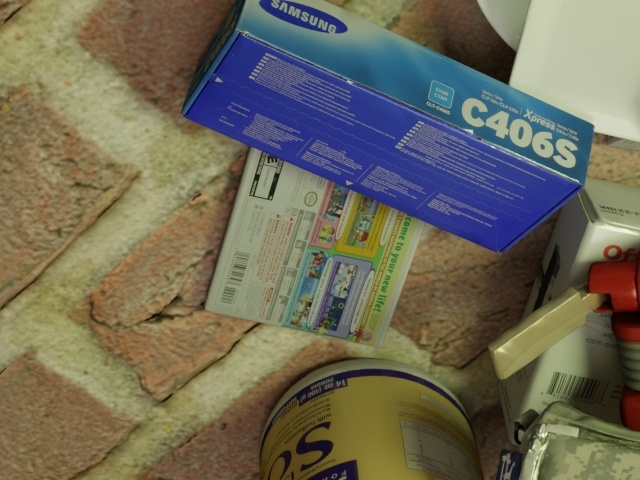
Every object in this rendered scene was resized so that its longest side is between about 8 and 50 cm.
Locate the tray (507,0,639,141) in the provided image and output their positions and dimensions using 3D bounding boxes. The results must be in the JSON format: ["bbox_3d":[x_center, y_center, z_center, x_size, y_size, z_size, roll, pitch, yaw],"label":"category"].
[{"bbox_3d":[0.249,-0.186,1.357,0.145,0.030,0.270,12,148,3],"label":"tray"}]

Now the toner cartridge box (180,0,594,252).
[{"bbox_3d":[0.061,-0.111,1.457,0.348,0.075,0.165,23,149,-13],"label":"toner cartridge box"}]

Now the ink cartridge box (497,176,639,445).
[{"bbox_3d":[0.318,0.087,1.613,0.197,0.114,0.272,11,119,-9],"label":"ink cartridge box"}]

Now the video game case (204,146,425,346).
[{"bbox_3d":[0.000,0.000,1.597,0.193,0.023,0.212,13,117,-10],"label":"video game case"}]

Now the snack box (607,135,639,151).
[{"bbox_3d":[0.334,-0.106,1.480,0.064,0.178,0.022,9,82,-12],"label":"snack box"}]

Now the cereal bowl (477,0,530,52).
[{"bbox_3d":[0.305,-0.271,1.361,0.339,0.141,0.339,11,147,7],"label":"cereal bowl"}]

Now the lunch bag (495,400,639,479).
[{"bbox_3d":[0.317,0.289,1.421,0.305,0.212,0.256,10,113,23],"label":"lunch bag"}]

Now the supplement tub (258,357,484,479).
[{"bbox_3d":[0.059,0.301,1.594,0.241,0.331,0.241,-2,119,-3],"label":"supplement tub"}]

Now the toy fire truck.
[{"bbox_3d":[0.300,0.111,1.494,0.246,0.158,0.217,-2,115,21],"label":"toy fire truck"}]
